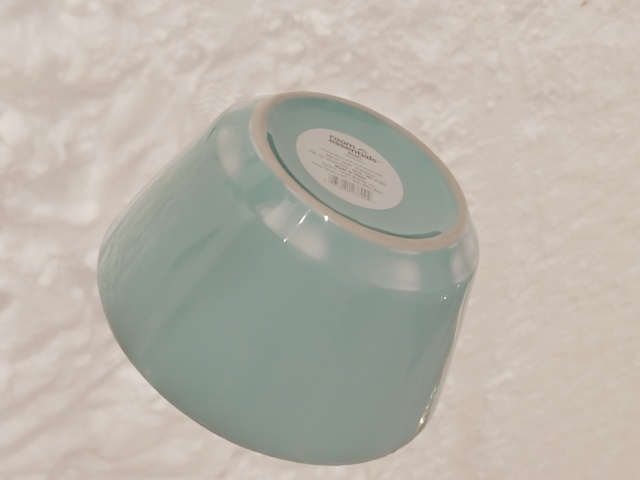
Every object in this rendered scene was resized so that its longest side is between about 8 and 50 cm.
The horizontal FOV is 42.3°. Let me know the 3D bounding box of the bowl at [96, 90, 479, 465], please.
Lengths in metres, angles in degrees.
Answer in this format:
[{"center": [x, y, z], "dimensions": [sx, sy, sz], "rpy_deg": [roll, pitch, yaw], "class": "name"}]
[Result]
[{"center": [0.000, 0.000, 0.650], "dimensions": [0.312, 0.311, 0.163], "rpy_deg": [0, 136, -37], "class": "bowl"}]
